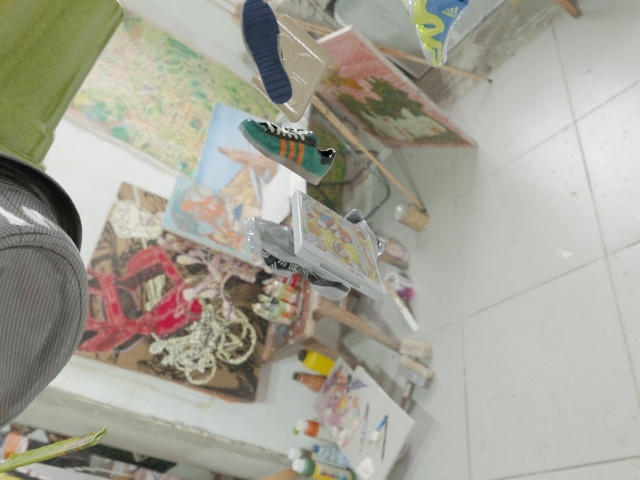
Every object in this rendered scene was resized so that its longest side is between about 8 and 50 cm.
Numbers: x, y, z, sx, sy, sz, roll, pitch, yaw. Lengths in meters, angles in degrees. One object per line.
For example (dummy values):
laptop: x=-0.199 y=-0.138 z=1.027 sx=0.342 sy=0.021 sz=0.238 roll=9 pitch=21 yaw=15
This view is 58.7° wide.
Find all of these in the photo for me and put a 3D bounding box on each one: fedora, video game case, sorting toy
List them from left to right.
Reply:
fedora: x=-0.290 y=0.067 z=0.473 sx=0.124 sy=0.243 sz=0.276 roll=32 pitch=101 yaw=27
sorting toy: x=-0.077 y=-0.445 z=1.488 sx=0.193 sy=0.038 sz=0.208 roll=46 pitch=127 yaw=16
video game case: x=0.032 y=0.005 z=1.174 sx=0.026 sy=0.206 sz=0.227 roll=-49 pitch=24 yaw=23

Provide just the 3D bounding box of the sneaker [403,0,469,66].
sneaker: x=0.264 y=-0.459 z=1.204 sx=0.126 sy=0.240 sz=0.091 roll=-19 pitch=71 yaw=20

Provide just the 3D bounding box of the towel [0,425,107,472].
towel: x=-0.631 y=0.492 z=1.336 sx=0.102 sy=0.237 sz=0.021 roll=141 pitch=113 yaw=-85

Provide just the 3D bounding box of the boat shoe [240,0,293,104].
boat shoe: x=-0.100 y=-0.333 z=1.005 sx=0.066 sy=0.066 sz=0.183 roll=-119 pitch=14 yaw=-67

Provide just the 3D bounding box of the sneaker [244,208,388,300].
sneaker: x=0.000 y=0.000 z=1.361 sx=0.210 sy=0.365 sz=0.137 roll=-41 pitch=43 yaw=18

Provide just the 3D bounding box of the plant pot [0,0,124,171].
plant pot: x=-0.412 y=-0.272 z=0.761 sx=0.254 sy=0.276 sz=0.276 roll=-52 pitch=25 yaw=-6

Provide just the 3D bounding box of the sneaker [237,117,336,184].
sneaker: x=-0.085 y=-0.269 z=1.557 sx=0.121 sy=0.302 sz=0.108 roll=-50 pitch=41 yaw=16
